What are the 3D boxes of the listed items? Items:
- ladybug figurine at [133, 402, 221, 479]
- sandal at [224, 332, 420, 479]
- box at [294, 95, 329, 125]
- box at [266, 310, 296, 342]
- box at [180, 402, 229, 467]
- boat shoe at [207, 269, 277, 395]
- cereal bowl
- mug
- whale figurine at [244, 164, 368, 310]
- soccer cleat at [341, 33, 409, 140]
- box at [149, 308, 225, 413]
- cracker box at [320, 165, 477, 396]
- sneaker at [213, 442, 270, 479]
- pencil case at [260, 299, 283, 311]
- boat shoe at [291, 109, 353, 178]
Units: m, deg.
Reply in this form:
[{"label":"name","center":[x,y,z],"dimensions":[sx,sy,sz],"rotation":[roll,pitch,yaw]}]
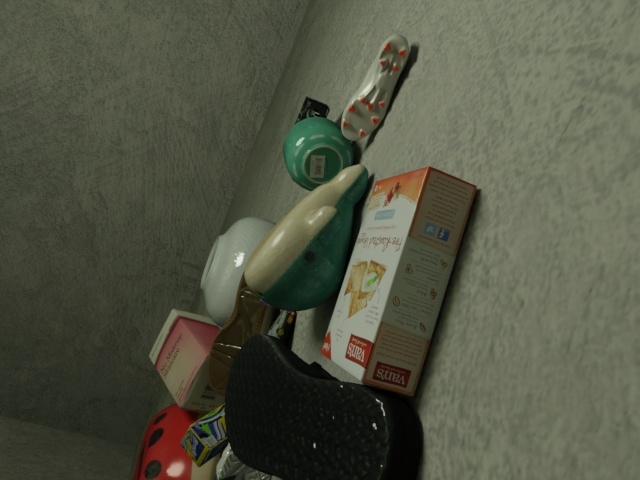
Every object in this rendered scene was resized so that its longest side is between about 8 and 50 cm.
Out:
[{"label":"ladybug figurine","center":[-0.346,0.535,1.359],"dimensions":[0.449,0.161,0.305],"rotation":[-156,86,-75]},{"label":"sandal","center":[-0.014,0.233,0.730],"dimensions":[0.445,0.106,0.168],"rotation":[5,74,61]},{"label":"box","center":[-0.023,-0.318,1.477],"dimensions":[0.052,0.062,0.083],"rotation":[-105,37,-63]},{"label":"box","center":[-0.093,0.203,1.089],"dimensions":[0.094,0.027,0.137],"rotation":[-54,8,44]},{"label":"box","center":[-0.156,0.316,0.992],"dimensions":[0.168,0.054,0.059],"rotation":[-21,-33,-51]},{"label":"boat shoe","center":[-0.154,0.195,1.262],"dimensions":[0.098,0.109,0.303],"rotation":[23,-95,-66]},{"label":"cereal bowl","center":[-0.249,0.082,1.628],"dimensions":[0.339,0.141,0.339],"rotation":[-160,90,-74]},{"label":"mug","center":[0.006,-0.148,1.079],"dimensions":[0.129,0.157,0.097],"rotation":[-41,25,11]},{"label":"whale figurine","center":[0.000,0.000,0.937],"dimensions":[0.272,0.141,0.216],"rotation":[-50,7,-24]},{"label":"soccer cleat","center":[0.098,-0.263,0.998],"dimensions":[0.196,0.068,0.076],"rotation":[-61,3,27]},{"label":"box","center":[-0.302,0.292,1.398],"dimensions":[0.232,0.126,0.149],"rotation":[33,97,50]},{"label":"cracker box","center":[0.082,0.042,0.655],"dimensions":[0.155,0.067,0.233],"rotation":[177,111,-74]},{"label":"sneaker","center":[-0.157,0.425,0.959],"dimensions":[0.153,0.094,0.235],"rotation":[-23,58,58]},{"label":"pencil case","center":[-0.070,0.063,1.164],"dimensions":[0.070,0.064,0.152],"rotation":[30,104,36]},{"label":"boat shoe","center":[0.010,-0.186,1.185],"dimensions":[0.228,0.068,0.081],"rotation":[125,158,-45]}]
